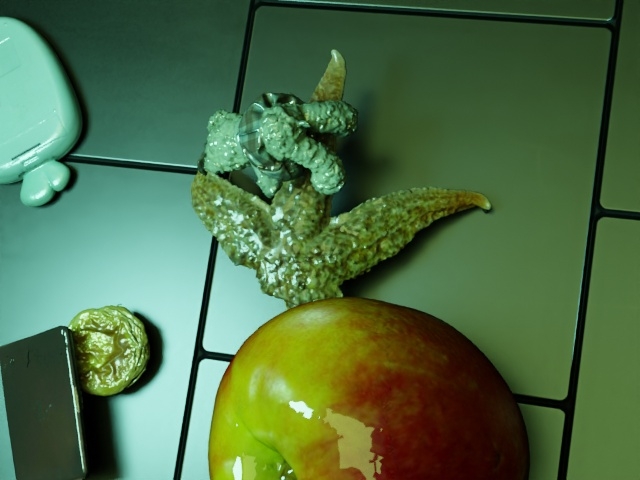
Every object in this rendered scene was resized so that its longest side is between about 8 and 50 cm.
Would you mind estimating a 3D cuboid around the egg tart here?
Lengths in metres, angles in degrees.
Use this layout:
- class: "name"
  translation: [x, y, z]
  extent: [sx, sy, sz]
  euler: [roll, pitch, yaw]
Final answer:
- class: "egg tart"
  translation: [-0.288, 0.147, 1.699]
  extent: [0.130, 0.052, 0.130]
  euler: [-2, 81, 15]

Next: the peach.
- class: "peach"
  translation: [0.065, 0.248, 1.439]
  extent: [0.388, 0.388, 0.388]
  euler: [-2, 80, 13]

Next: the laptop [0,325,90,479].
- class: "laptop"
  translation: [-0.372, 0.229, 1.690]
  extent: [0.154, 0.026, 0.207]
  euler: [-20, 75, 35]

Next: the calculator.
- class: "calculator"
  translation: [-0.441, -0.188, 1.798]
  extent: [0.184, 0.042, 0.295]
  euler: [-28, 74, 8]

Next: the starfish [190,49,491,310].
- class: "starfish"
  translation: [-0.004, -0.003, 1.627]
  extent: [0.384, 0.132, 0.398]
  euler: [-45, 77, -2]

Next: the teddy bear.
- class: "teddy bear"
  translation: [-0.067, -0.123, 1.539]
  extent: [0.213, 0.111, 0.133]
  euler: [2, 72, 18]
